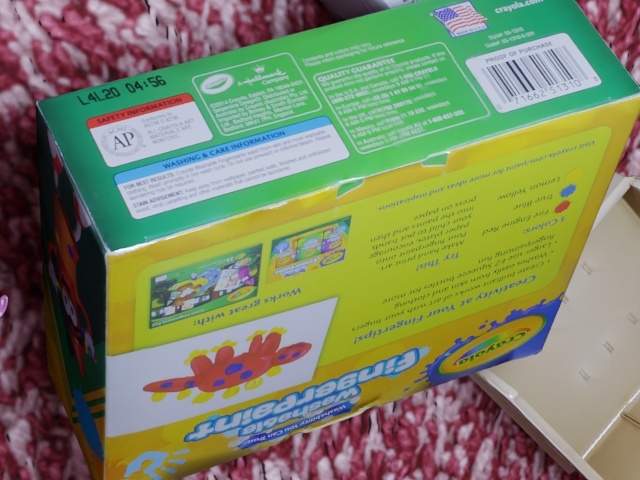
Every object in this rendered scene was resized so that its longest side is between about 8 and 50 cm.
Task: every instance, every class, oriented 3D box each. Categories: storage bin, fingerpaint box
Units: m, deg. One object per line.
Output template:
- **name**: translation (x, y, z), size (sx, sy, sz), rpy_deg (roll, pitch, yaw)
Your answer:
- **storage bin**: translation (0.307, 0.103, 1.637), size (0.262, 0.123, 0.260), rpy_deg (-48, 121, -5)
- **fingerpaint box**: translation (0.000, 0.000, 1.323), size (0.444, 0.163, 0.371), rpy_deg (-18, 147, -19)

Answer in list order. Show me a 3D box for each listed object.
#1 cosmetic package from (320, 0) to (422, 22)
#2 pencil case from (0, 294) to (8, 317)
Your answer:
- **cosmetic package**: translation (0.131, -0.356, 1.342), size (0.385, 0.156, 0.217), rpy_deg (-53, 143, -3)
- **pencil case**: translation (-0.434, 0.018, 1.207), size (0.386, 0.160, 0.167), rpy_deg (-8, 118, -26)
